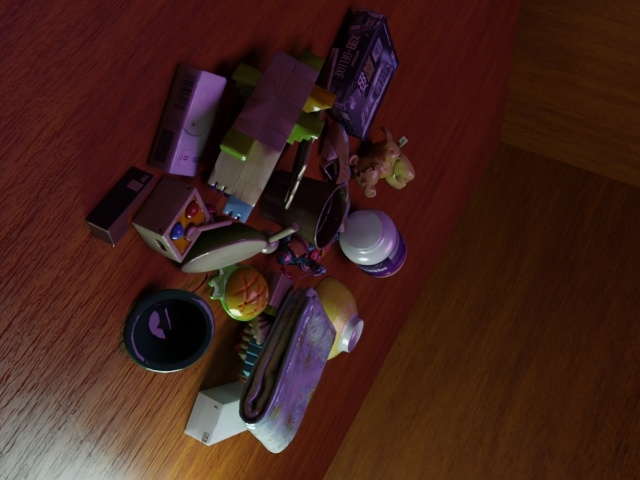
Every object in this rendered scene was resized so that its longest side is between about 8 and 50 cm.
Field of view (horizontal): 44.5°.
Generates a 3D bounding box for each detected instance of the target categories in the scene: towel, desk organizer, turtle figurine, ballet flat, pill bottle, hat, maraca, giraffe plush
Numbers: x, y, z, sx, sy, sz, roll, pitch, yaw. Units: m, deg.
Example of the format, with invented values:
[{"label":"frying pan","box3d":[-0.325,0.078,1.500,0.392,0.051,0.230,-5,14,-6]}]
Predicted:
[{"label":"towel","box3d":[-0.074,0.337,2.005,0.374,0.090,0.320,-65,157,-21]},{"label":"desk organizer","box3d":[-0.329,-0.057,1.311,0.130,0.047,0.050,-56,160,-29]},{"label":"turtle figurine","box3d":[-0.051,0.009,2.037,0.175,0.118,0.234,61,36,-12]},{"label":"ballet flat","box3d":[0.038,-0.220,2.081,0.073,0.080,0.232,-30,147,-11]},{"label":"pill bottle","box3d":[0.166,0.005,2.499,0.181,0.182,0.323,-65,160,-6]},{"label":"hat","box3d":[-0.319,0.159,1.613,0.209,0.183,0.172,8,100,-28]},{"label":"maraca","box3d":[-0.188,0.113,1.809,0.186,0.099,0.127,40,62,-44]},{"label":"giraffe plush","box3d":[0.166,-0.213,2.326,0.170,0.181,0.210,-36,160,-20]}]

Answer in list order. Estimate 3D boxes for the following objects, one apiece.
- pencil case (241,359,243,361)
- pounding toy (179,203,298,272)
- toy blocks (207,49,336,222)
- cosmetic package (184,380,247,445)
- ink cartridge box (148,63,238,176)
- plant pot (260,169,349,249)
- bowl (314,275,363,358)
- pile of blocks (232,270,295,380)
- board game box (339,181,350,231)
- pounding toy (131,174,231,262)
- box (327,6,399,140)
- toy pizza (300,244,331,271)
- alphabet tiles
[{"label":"pencil case","box3d":[-0.103,0.293,2.203,0.284,0.124,0.124,-42,149,-50]},{"label":"pounding toy","box3d":[-0.188,-0.021,1.613,0.237,0.110,0.183,-14,168,-24]},{"label":"toy blocks","box3d":[-0.125,-0.181,1.523,0.261,0.191,0.381,-58,-172,42]},{"label":"cosmetic package","box3d":[-0.248,0.441,2.026,0.117,0.086,0.231,-69,159,3]},{"label":"ink cartridge box","box3d":[-0.210,-0.212,1.449,0.232,0.066,0.189,0,111,-65]},{"label":"plant pot","box3d":[-0.043,-0.083,1.868,0.167,0.165,0.167,-54,157,-36]},{"label":"bowl","box3d":[0.045,0.275,2.515,0.289,0.156,0.289,-52,155,-37]},{"label":"pile of blocks","box3d":[-0.170,0.236,1.967,0.149,0.113,0.362,-17,121,-66]},{"label":"board game box","box3d":[0.062,-0.110,2.284,0.154,0.026,0.103,82,18,-56]},{"label":"pounding toy","box3d":[-0.253,-0.034,1.455,0.130,0.100,0.141,-60,159,-21]},{"label":"box","box3d":[0.105,-0.416,2.005,0.242,0.077,0.307,-66,165,-4]},{"label":"toy pizza","box3d":[0.000,0.000,2.276,0.201,0.032,0.201,-53,156,-36]},{"label":"alphabet tiles","box3d":[-0.022,-0.250,1.729,0.285,0.011,0.342,118,-13,-57]}]
